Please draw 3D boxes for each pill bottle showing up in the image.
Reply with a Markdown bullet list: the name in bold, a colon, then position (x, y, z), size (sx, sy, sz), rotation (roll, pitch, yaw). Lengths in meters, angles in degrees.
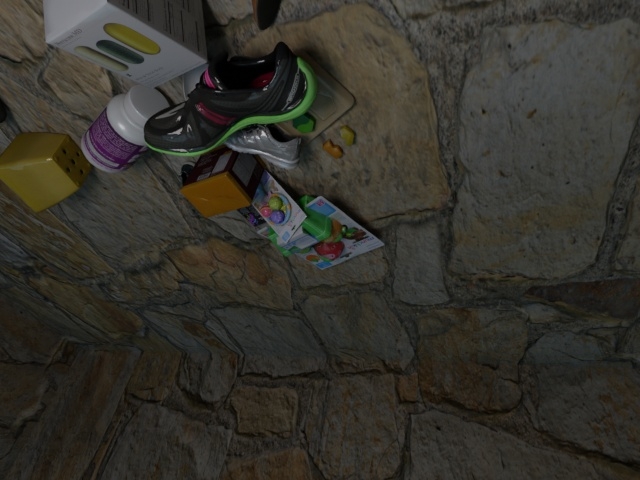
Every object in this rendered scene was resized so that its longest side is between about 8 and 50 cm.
- **pill bottle**: position (-0.590, -0.340, 1.278), size (0.302, 0.169, 0.169), rotation (-24, 128, 37)

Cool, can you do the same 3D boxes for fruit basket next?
- **fruit basket**: position (0.000, 0.000, 1.527), size (0.327, 0.165, 0.353), rotation (-24, 131, 36)

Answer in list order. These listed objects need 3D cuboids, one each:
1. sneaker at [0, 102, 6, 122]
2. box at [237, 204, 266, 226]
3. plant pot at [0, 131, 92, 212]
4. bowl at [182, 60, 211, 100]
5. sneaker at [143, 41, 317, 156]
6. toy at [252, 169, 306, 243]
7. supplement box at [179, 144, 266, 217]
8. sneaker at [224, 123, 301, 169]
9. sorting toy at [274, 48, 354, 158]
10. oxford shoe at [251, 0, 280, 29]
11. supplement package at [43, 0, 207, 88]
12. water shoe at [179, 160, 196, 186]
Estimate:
- **sneaker**: position (-1.097, -0.501, 1.265), size (0.147, 0.122, 0.330), rotation (-9, 136, 27)
- **box**: position (-0.252, -0.124, 1.552), size (0.116, 0.029, 0.162), rotation (-19, 130, 32)
- **plant pot**: position (-0.947, -0.257, 1.466), size (0.188, 0.212, 0.212), rotation (-12, 136, 10)
- **bowl**: position (-0.308, -0.440, 1.171), size (0.142, 0.053, 0.141), rotation (16, 141, -2)
- **sneaker**: position (-0.253, -0.366, 1.053), size (0.484, 0.185, 0.202), rotation (-18, 148, 15)
- **toy**: position (-0.167, -0.116, 1.396), size (0.237, 0.056, 0.136), rotation (51, 123, 19)
- **supplement box**: position (-0.308, -0.202, 1.343), size (0.192, 0.194, 0.129), rotation (-12, 134, 27)
- **sneaker**: position (-0.182, -0.319, 1.248), size (0.282, 0.105, 0.115), rotation (20, 131, -4)
- **sorting toy**: position (-0.018, -0.361, 1.192), size (0.307, 0.041, 0.229), rotation (35, 136, -24)
- **oxford shoe**: position (-0.138, -0.592, 0.947), size (0.076, 0.076, 0.212), rotation (36, 148, 20)
- **supplement package**: position (-0.423, -0.503, 0.924), size (0.200, 0.197, 0.263), rotation (-11, 172, 27)
- **water shoe**: position (-0.461, -0.188, 1.493), size (0.073, 0.080, 0.203), rotation (6, 140, 10)
